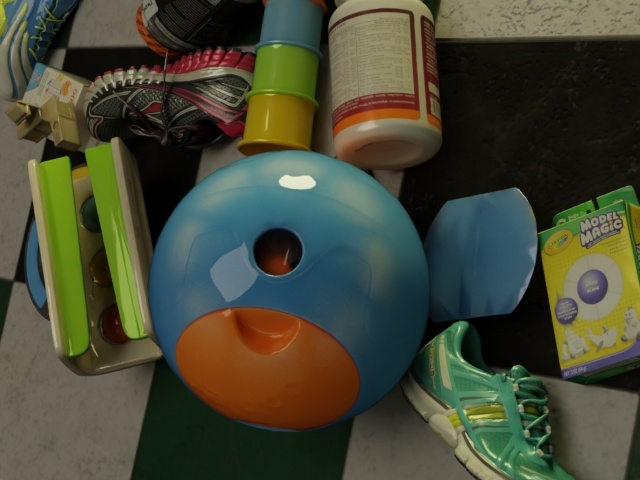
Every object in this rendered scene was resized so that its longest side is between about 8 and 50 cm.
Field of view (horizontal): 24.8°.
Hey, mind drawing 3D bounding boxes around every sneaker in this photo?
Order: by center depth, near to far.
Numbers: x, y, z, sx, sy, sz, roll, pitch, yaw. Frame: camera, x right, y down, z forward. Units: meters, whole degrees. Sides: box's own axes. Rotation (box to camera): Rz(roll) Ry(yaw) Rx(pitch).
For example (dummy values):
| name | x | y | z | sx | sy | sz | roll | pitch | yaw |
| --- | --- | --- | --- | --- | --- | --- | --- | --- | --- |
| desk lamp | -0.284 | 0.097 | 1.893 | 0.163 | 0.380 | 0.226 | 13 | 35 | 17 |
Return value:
| name | x | y | z | sx | sy | sz | roll | pitch | yaw |
| --- | --- | --- | --- | --- | --- | --- | --- | --- | --- |
| sneaker | 0.181 | 0.180 | 1.429 | 0.110 | 0.107 | 0.275 | -52 | 48 | 8 |
| sneaker | -0.197 | -0.166 | 1.873 | 0.299 | 0.121 | 0.112 | -9 | 74 | 41 |
| sneaker | -0.425 | -0.327 | 2.157 | 0.126 | 0.091 | 0.240 | -9 | 71 | 41 |

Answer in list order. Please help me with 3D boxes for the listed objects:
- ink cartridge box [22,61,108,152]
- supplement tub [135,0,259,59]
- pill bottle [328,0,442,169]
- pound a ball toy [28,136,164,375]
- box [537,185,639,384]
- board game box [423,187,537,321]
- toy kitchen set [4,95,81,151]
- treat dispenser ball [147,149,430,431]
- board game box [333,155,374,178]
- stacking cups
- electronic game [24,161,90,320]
| name | x | y | z | sx | sy | sz | roll | pitch | yaw |
| --- | --- | --- | --- | --- | --- | --- | --- | --- | --- |
| ink cartridge box | -0.340 | -0.179 | 2.032 | 0.143 | 0.090 | 0.092 | 27 | 97 | 44 |
| supplement tub | -0.150 | -0.317 | 1.863 | 0.190 | 0.117 | 0.117 | -35 | 56 | 42 |
| pill bottle | 0.070 | -0.200 | 1.627 | 0.121 | 0.121 | 0.221 | -18 | 65 | 39 |
| pound a ball toy | -0.232 | 0.035 | 1.833 | 0.208 | 0.136 | 0.319 | -15 | 69 | 4 |
| box | 0.273 | 0.040 | 1.420 | 0.105 | 0.043 | 0.179 | -24 | 60 | 37 |
| board game box | 0.173 | 0.019 | 1.521 | 0.169 | 0.033 | 0.133 | -11 | 68 | 49 |
| toy kitchen set | -0.377 | -0.144 | 1.945 | 0.083 | 0.068 | 0.075 | -35 | 58 | 30 |
| treat dispenser ball | -0.031 | 0.051 | 1.488 | 0.288 | 0.288 | 0.288 | -14 | 68 | 40 |
| board game box | 0.000 | 0.000 | 1.687 | 0.170 | 0.048 | 0.141 | -36 | 57 | 30 |
| stacking cups | -0.029 | -0.254 | 1.764 | 0.096 | 0.096 | 0.316 | -1 | 75 | 43 |
| electronic game | -0.332 | 0.004 | 2.001 | 0.229 | 0.048 | 0.229 | -15 | 68 | 40 |
